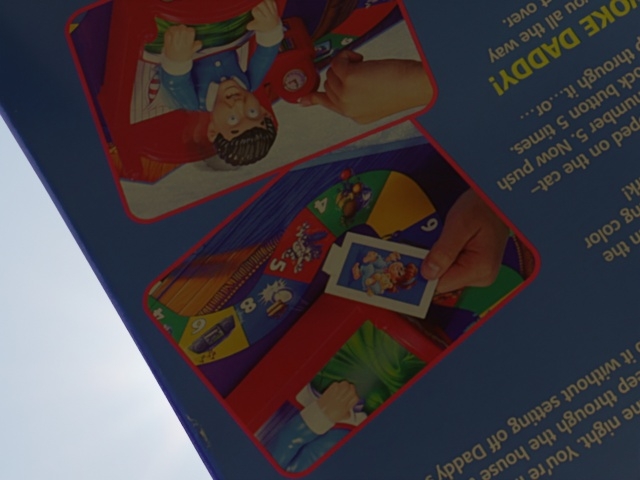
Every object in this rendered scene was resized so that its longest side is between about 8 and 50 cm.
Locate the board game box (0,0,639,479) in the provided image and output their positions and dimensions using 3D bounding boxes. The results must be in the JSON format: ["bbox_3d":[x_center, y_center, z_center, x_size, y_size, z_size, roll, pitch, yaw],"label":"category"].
[{"bbox_3d":[0.103,-0.070,0.460,0.347,0.078,0.233,-32,-109,0],"label":"board game box"}]
